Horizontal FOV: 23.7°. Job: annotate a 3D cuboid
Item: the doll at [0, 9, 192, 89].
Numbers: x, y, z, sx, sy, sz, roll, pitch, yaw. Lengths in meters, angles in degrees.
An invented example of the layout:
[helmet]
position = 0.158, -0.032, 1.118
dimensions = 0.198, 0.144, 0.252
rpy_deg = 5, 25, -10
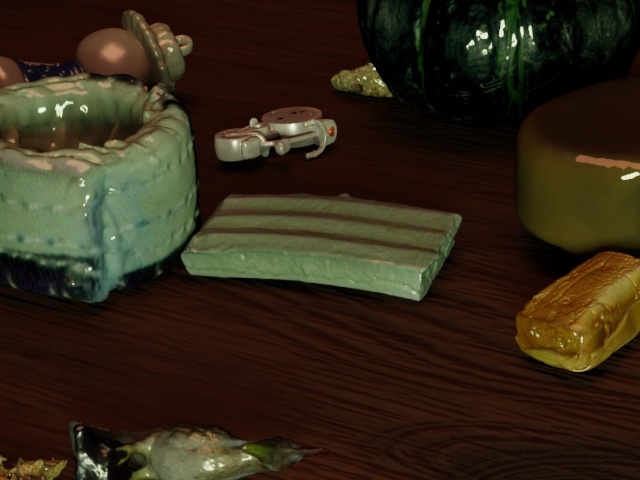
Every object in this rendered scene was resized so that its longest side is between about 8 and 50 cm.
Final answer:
[doll]
position = -0.275, -0.173, 1.688
dimensions = 0.293, 0.119, 0.138
rpy_deg = -22, 38, -19

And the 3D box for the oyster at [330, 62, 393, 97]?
[oyster]
position = 0.060, -0.172, 1.715
dimensions = 0.080, 0.038, 0.083
rpy_deg = 3, -15, -43

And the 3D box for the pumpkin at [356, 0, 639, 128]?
[pumpkin]
position = 0.188, -0.259, 1.603
dimensions = 0.315, 0.238, 0.315
rpy_deg = -1, 38, 1

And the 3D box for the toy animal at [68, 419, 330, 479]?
[toy animal]
position = -0.094, 0.147, 1.056
dimensions = 0.202, 0.070, 0.105
rpy_deg = -4, 7, 12

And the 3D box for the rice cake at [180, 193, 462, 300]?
[rice cake]
position = 0.000, 0.000, 1.352
dimensions = 0.237, 0.043, 0.127
rpy_deg = 5, 27, 19

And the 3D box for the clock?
[clock]
position = -0.046, -0.108, 1.579
dimensions = 0.129, 0.041, 0.087
rpy_deg = -20, 26, -36

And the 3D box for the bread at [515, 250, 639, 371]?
[bread]
position = 0.211, 0.055, 1.188
dimensions = 0.074, 0.053, 0.132
rpy_deg = 12, 31, 39

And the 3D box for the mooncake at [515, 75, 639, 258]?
[mooncake]
position = 0.289, -0.060, 1.329
dimensions = 0.234, 0.117, 0.235
rpy_deg = -3, 25, 2

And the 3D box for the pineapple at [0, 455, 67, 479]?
[pineapple]
position = -0.213, 0.182, 1.029
dimensions = 0.114, 0.077, 0.114
rpy_deg = 46, 35, 15

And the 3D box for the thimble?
[thimble]
position = -0.220, -0.051, 1.378
dimensions = 0.237, 0.150, 0.237
rpy_deg = -2, 26, 1
